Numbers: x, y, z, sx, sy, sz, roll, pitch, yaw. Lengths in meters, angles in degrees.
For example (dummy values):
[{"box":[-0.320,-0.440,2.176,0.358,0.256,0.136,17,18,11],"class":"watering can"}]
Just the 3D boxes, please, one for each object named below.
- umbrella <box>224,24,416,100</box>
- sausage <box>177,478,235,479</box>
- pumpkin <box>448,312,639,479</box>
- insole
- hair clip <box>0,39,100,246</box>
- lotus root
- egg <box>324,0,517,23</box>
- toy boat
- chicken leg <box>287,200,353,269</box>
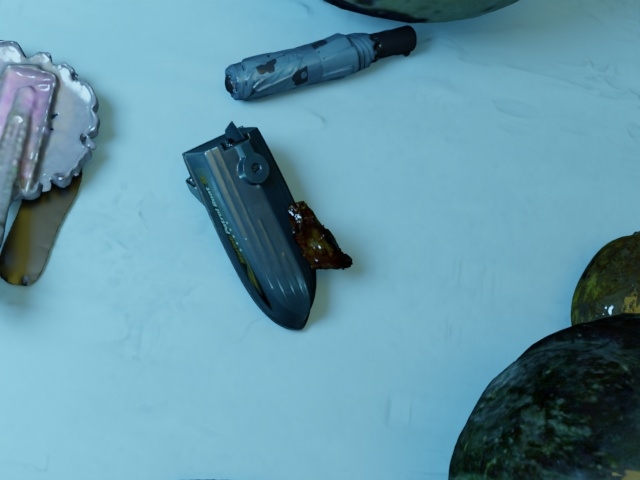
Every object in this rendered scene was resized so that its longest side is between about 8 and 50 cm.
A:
[{"box":[0.004,-0.218,1.107,0.250,0.053,0.052,-18,83,-19],"class":"umbrella"},{"box":[-0.028,0.315,0.966,0.302,0.076,0.103,20,81,-10],"class":"sausage"},{"box":[0.331,0.301,0.934,0.454,0.344,0.455,5,79,-24],"class":"pumpkin"},{"box":[-0.301,-0.041,1.001,0.064,0.004,0.189,17,74,-9],"class":"insole"},{"box":[-0.333,-0.066,0.958,0.173,0.069,0.301,13,62,-10],"class":"hair clip"},{"box":[0.369,0.076,1.120,0.120,0.120,0.210,32,70,-8],"class":"lotus root"},{"box":[0.109,-0.417,1.032,0.427,0.345,0.345,6,76,-29],"class":"egg"},{"box":[-0.070,-0.010,1.027,0.093,0.103,0.246,-31,102,-35],"class":"toy boat"},{"box":[0.001,0.004,1.021,0.037,0.145,0.062,-26,45,14],"class":"chicken leg"}]
